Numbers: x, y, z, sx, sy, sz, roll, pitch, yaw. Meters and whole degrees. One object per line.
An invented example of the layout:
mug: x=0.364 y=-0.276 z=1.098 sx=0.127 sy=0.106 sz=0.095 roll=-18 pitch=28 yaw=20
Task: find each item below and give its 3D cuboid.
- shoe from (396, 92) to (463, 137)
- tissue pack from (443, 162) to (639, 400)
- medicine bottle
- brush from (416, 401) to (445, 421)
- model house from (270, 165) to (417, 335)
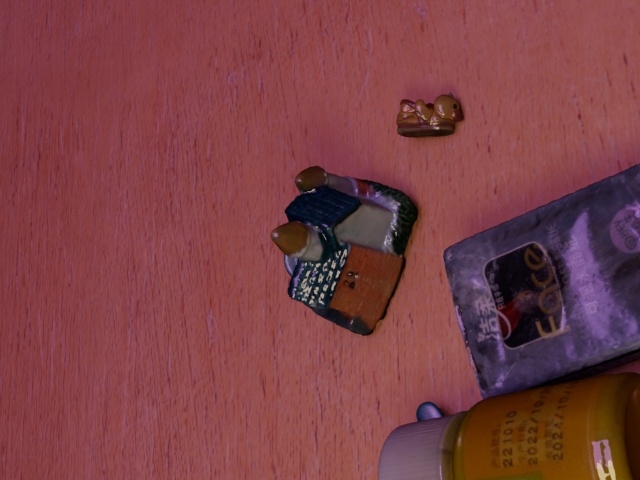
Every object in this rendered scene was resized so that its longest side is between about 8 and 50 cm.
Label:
shoe: x=0.179 y=-0.211 z=1.962 sx=0.109 sy=0.072 sz=0.069 roll=-12 pitch=75 yaw=38
tissue pack: x=0.371 y=0.069 z=1.686 sx=0.361 sy=0.122 sz=0.259 roll=-24 pitch=66 yaw=31
medicine bottle: x=0.285 y=0.320 z=1.613 sx=0.384 sy=0.224 sz=0.224 roll=-16 pitch=67 yaw=36
brush: x=0.212 y=0.333 z=1.809 sx=0.043 sy=0.032 sz=0.193 roll=-42 pitch=66 yaw=20
model house: x=0.000 y=0.000 z=1.915 sx=0.184 sy=0.291 sz=0.253 roll=25 pitch=94 yaw=37
